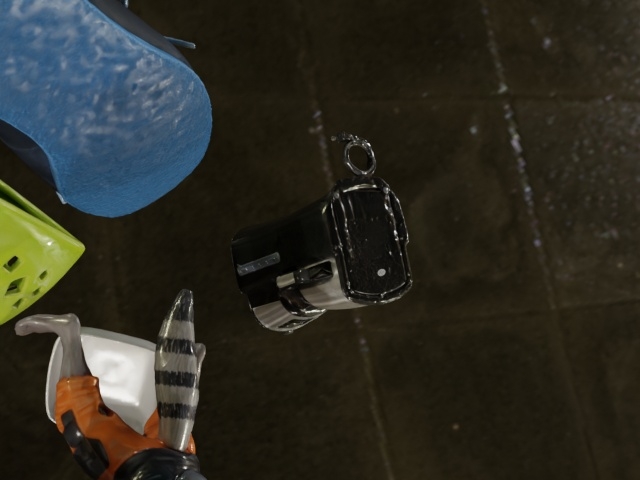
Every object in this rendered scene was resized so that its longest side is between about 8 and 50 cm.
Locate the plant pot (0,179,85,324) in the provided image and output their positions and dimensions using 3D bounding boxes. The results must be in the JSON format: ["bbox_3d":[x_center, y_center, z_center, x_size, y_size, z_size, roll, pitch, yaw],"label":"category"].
[{"bbox_3d":[-0.457,0.005,1.515,0.228,0.227,0.207,36,89,24],"label":"plant pot"}]

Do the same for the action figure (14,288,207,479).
[{"bbox_3d":[-0.167,0.210,1.094,0.341,0.179,0.330,35,35,-59],"label":"action figure"}]

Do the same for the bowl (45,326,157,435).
[{"bbox_3d":[-0.263,0.171,1.596,0.142,0.142,0.053,12,24,-3],"label":"bowl"}]

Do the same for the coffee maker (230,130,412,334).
[{"bbox_3d":[0.000,0.000,1.350,0.120,0.178,0.171,21,66,-33],"label":"coffee maker"}]

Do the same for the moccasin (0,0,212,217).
[{"bbox_3d":[-0.159,-0.121,0.785,0.138,0.342,0.117,-40,69,-5],"label":"moccasin"}]
